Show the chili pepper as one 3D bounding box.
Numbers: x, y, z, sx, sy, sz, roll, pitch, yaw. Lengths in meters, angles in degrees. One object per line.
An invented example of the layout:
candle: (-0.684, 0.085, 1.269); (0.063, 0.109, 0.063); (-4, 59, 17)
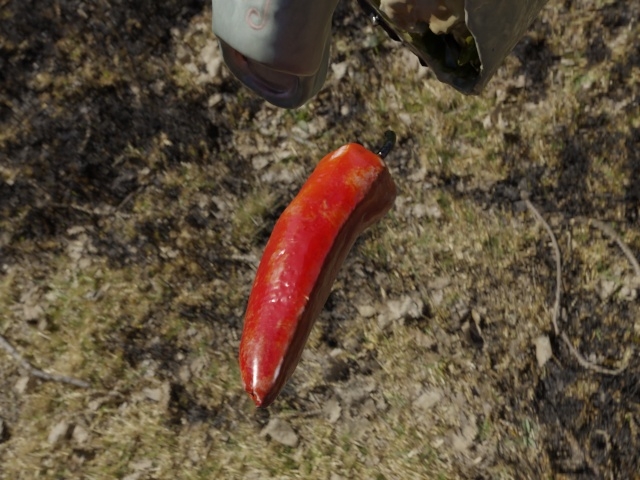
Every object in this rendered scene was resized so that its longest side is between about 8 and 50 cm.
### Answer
chili pepper: (0.000, 0.000, 0.539); (0.071, 0.063, 0.272); (-30, 23, 47)

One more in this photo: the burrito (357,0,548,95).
burrito: (0.124, -0.270, 0.444); (0.190, 0.135, 0.332); (35, 82, -16)

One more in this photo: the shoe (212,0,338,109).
shoe: (-0.036, -0.171, 0.574); (0.103, 0.251, 0.100); (19, 61, 7)
